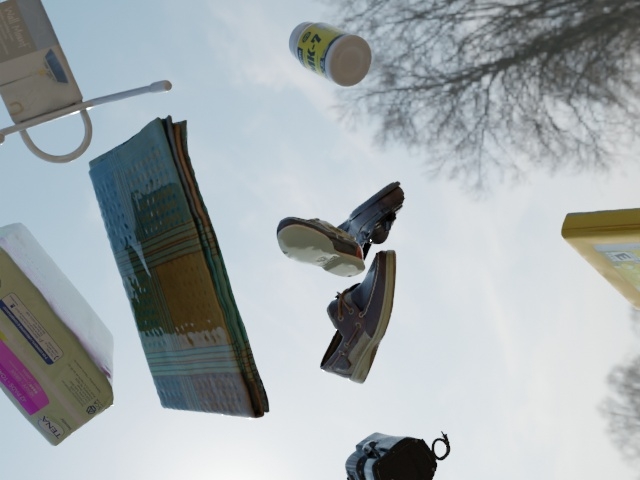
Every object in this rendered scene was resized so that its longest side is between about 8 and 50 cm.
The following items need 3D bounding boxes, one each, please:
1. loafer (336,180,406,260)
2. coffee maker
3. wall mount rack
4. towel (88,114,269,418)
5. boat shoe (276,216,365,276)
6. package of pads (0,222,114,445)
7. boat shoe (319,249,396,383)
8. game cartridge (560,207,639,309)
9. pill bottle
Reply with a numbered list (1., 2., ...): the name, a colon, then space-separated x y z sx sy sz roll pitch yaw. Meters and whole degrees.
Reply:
1. loafer: 0.105 -0.026 1.460 0.109 0.302 0.095 -33 -95 -25
2. coffee maker: 0.155 0.455 1.497 0.171 0.178 0.120 -6 -98 -19
3. wall mount rack: -0.403 -0.286 1.096 0.130 0.304 0.349 -121 12 -69
4. towel: -0.193 0.047 0.950 0.040 0.271 0.370 -20 -85 -37
5. boat shoe: 0.000 0.000 0.757 0.137 0.049 0.043 26 -135 -49
6. package of pads: -0.358 0.096 0.904 0.101 0.296 0.229 -37 -76 -10
7. boat shoe: 0.072 0.158 1.531 0.123 0.123 0.341 -81 5 -53
8. game cartridge: 0.592 0.038 1.154 0.285 0.324 0.052 36 -111 -31
9. pill bottle: 0.017 -0.439 1.702 0.119 0.208 0.119 -15 -58 -26
